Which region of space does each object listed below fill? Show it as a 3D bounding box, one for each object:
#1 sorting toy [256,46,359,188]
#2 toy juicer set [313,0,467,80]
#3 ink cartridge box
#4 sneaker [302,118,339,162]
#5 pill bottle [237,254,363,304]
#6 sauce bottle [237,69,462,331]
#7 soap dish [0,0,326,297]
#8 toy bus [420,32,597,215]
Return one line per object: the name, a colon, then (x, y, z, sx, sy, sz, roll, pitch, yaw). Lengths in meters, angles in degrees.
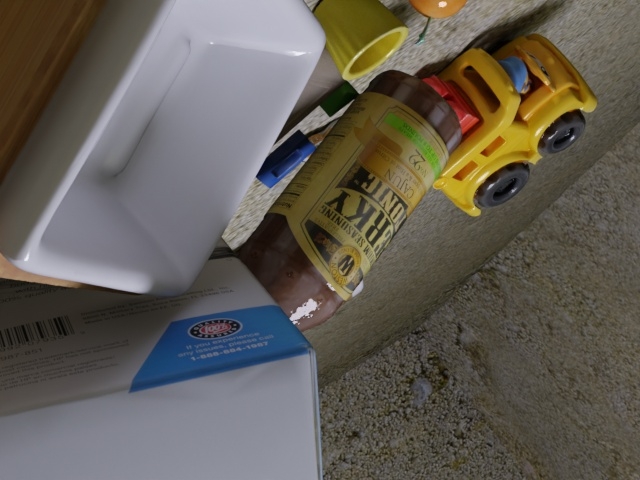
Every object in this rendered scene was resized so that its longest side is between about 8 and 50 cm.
sorting toy: (-0.073, -0.109, 1.106, 0.196, 0.047, 0.348, -44, 168, 17)
toy juicer set: (0.142, -0.258, 1.014, 0.209, 0.089, 0.329, -27, 165, -39)
ink cartridge box: (-0.154, 0.091, 0.910, 0.223, 0.129, 0.307, -12, -157, -17)
sneaker: (0.008, -0.110, 1.394, 0.083, 0.032, 0.037, -24, 178, -30)
pill bottle: (-0.070, 0.073, 1.633, 0.229, 0.131, 0.131, -35, 169, -7)
sauce bottle: (0.000, 0.000, 1.163, 0.344, 0.111, 0.111, -54, 174, -17)
soap dish: (-0.114, -0.085, 0.727, 0.229, 0.118, 0.291, -60, 168, 1)
toy bus: (0.188, -0.157, 1.499, 0.220, 0.149, 0.211, -42, 152, 16)
